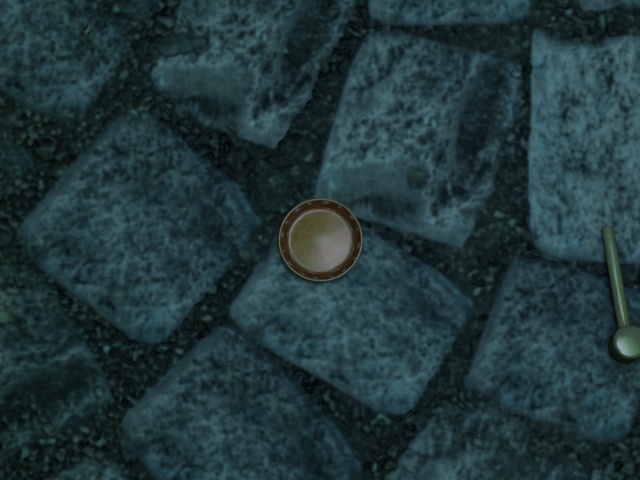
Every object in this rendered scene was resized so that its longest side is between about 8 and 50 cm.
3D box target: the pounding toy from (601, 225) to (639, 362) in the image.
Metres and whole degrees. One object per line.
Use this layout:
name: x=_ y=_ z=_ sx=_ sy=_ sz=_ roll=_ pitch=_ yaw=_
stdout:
pounding toy: x=0.353 y=0.032 z=1.322 sx=0.181 sy=0.094 sz=0.206 roll=37 pitch=84 yaw=5

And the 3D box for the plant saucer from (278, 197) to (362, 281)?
plant saucer: x=0.000 y=0.000 z=1.373 sx=0.084 sy=0.013 sz=0.083 roll=0 pitch=82 yaw=0
